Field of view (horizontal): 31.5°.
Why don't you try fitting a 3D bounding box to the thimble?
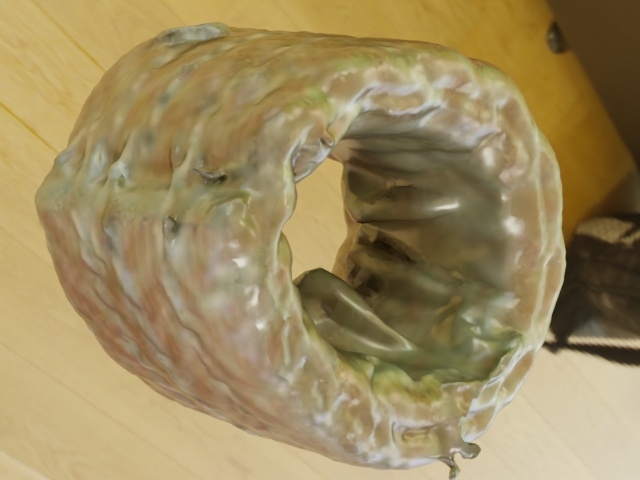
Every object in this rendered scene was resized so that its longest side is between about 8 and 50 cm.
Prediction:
[{"bbox_3d":[0.005,-0.003,0.530,0.229,0.148,0.196,43,66,-43],"label":"thimble"}]
